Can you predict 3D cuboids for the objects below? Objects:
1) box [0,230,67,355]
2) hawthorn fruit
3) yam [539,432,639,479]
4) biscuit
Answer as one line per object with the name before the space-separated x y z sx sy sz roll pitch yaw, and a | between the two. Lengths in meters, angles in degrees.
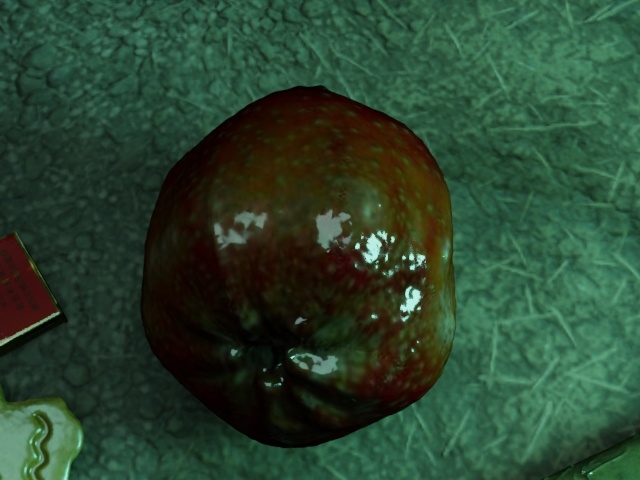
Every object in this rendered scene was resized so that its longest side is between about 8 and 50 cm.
box | -0.293 0.061 1.023 0.133 0.023 0.090 -28 69 -12
hawthorn fruit | 0.000 0.000 0.951 0.254 0.254 0.300 21 41 8
yam | 0.198 0.210 0.938 0.371 0.083 0.083 -21 69 -8
biscuit | -0.313 0.180 0.952 0.248 0.035 0.184 8 75 0
